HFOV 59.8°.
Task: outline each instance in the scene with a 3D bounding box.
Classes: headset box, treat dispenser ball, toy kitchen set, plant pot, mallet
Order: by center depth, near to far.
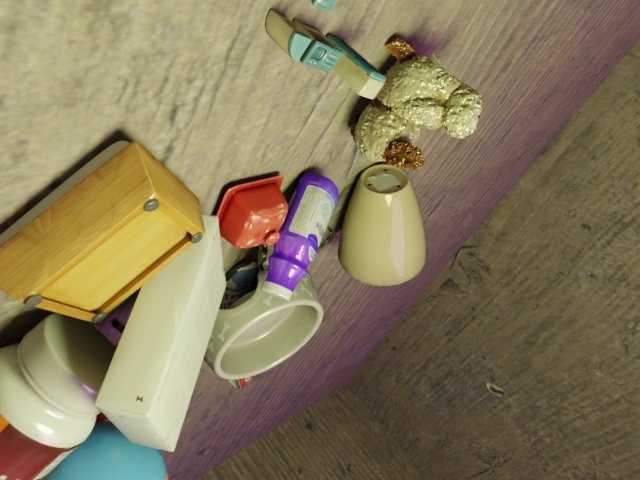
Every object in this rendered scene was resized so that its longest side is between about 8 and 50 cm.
[{"bbox_3d":[0.044,-0.336,0.866,0.166,0.122,0.207,-52,157,25],"label":"toy kitchen set"},{"bbox_3d":[-0.459,0.522,1.140,0.288,0.288,0.288,-35,158,-16],"label":"treat dispenser ball"},{"bbox_3d":[-0.418,0.231,1.260,0.039,0.062,0.189,-36,158,-11],"label":"mallet"},{"bbox_3d":[0.172,-0.060,1.515,0.256,0.256,0.274,-32,142,-25],"label":"plant pot"},{"bbox_3d":[0.000,0.000,1.581,0.083,0.032,0.062,-44,159,2],"label":"headset box"}]

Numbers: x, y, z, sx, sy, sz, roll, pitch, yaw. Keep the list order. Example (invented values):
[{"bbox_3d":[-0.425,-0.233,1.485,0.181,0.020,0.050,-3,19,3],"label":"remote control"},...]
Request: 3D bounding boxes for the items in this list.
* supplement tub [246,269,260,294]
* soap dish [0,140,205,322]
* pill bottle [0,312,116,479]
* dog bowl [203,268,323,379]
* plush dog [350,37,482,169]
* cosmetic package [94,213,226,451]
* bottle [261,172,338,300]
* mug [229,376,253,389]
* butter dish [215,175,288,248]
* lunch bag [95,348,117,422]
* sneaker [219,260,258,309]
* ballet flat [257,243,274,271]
[{"bbox_3d":[-0.155,0.159,1.523,0.106,0.106,0.198,-19,151,-45],"label":"supplement tub"},{"bbox_3d":[-0.335,0.001,0.873,0.291,0.118,0.229,-39,159,-3],"label":"soap dish"},{"bbox_3d":[-0.551,0.327,0.987,0.392,0.224,0.224,-43,159,2],"label":"pill bottle"},{"bbox_3d":[-0.146,0.218,1.400,0.349,0.102,0.348,-27,150,-17],"label":"dog bowl"},{"bbox_3d":[0.161,-0.261,1.143,0.211,0.262,0.225,29,101,-33],"label":"plush dog"},{"bbox_3d":[-0.277,0.173,1.050,0.284,0.097,0.377,104,-1,-58],"label":"cosmetic package"},{"bbox_3d":[-0.047,-0.006,1.239,0.118,0.092,0.282,62,47,-67],"label":"bottle"},{"bbox_3d":[-0.232,0.394,1.848,0.169,0.113,0.150,-34,160,-28],"label":"mug"},{"bbox_3d":[-0.129,-0.039,1.155,0.160,0.118,0.160,-21,151,-44],"label":"butter dish"},{"bbox_3d":[-0.530,0.376,1.269,0.293,0.120,0.258,-30,156,-27],"label":"lunch bag"},{"bbox_3d":[-0.215,0.137,1.406,0.211,0.081,0.080,-52,155,22],"label":"sneaker"},{"bbox_3d":[-0.112,0.011,1.316,0.073,0.067,0.206,7,136,-2],"label":"ballet flat"}]
